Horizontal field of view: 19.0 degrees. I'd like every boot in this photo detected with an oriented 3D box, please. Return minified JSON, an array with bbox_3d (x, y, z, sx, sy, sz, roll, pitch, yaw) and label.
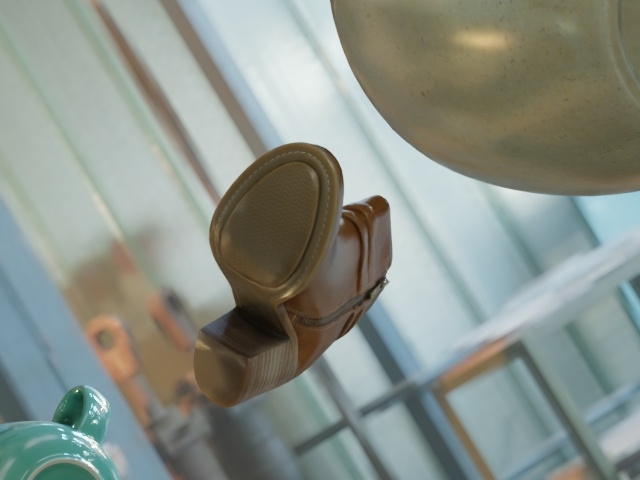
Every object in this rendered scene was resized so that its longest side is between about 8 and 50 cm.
[{"bbox_3d":[0.000,0.000,1.160,0.152,0.073,0.197,-30,-27,-47],"label":"boot"}]

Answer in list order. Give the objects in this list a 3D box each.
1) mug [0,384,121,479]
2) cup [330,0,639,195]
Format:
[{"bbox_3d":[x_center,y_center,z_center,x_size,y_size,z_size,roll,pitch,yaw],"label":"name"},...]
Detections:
[{"bbox_3d":[-0.214,0.188,1.451,0.129,0.158,0.097,2,-7,-32],"label":"mug"},{"bbox_3d":[0.199,-0.165,1.187,0.331,0.331,0.237,-31,23,-9],"label":"cup"}]
